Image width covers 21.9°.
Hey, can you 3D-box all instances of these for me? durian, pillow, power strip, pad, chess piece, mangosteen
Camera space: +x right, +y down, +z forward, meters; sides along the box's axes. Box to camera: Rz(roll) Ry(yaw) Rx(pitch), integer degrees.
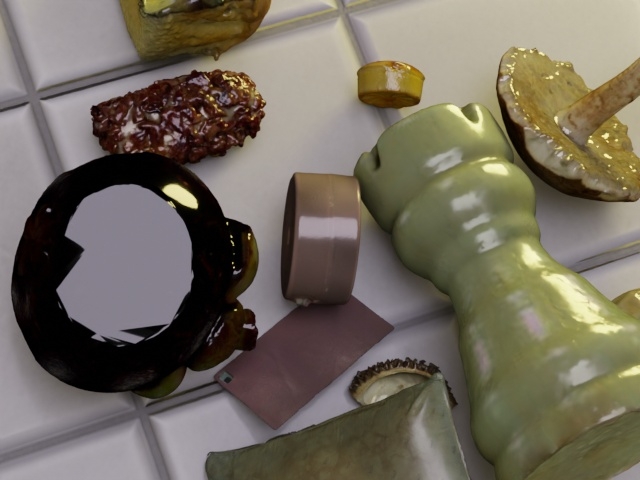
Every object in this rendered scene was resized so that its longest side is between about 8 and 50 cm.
[{"bbox_3d":[0.098,0.167,1.911,0.130,0.052,0.066,7,74,-9],"label":"durian"},{"bbox_3d":[0.019,0.277,1.806,0.302,0.075,0.185,-21,72,13],"label":"pillow"},{"bbox_3d":[0.000,0.000,1.893,0.078,0.154,0.154,4,72,-8],"label":"power strip"},{"bbox_3d":[-0.019,0.129,1.899,0.187,0.006,0.113,-40,53,-19],"label":"pad"},{"bbox_3d":[0.207,0.059,1.848,0.234,0.234,0.442,-22,64,-16],"label":"chess piece"},{"bbox_3d":[-0.192,0.044,1.801,0.287,0.233,0.288,2,79,-8],"label":"mangosteen"}]

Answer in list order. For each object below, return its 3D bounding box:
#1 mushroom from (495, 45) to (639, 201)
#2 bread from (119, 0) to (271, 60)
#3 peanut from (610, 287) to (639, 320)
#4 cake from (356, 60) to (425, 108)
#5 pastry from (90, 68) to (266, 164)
[{"bbox_3d":[0.351,-0.190,1.975,0.233,0.208,0.302,43,87,-16],"label":"mushroom"},{"bbox_3d":[-0.151,-0.277,1.962,0.174,0.133,0.251,-14,32,-17],"label":"bread"},{"bbox_3d":[0.412,0.102,1.957,0.274,0.111,0.125,-24,102,-19],"label":"peanut"},{"bbox_3d":[0.084,-0.189,2.003,0.084,0.084,0.044,7,77,-8],"label":"cake"},{"bbox_3d":[-0.163,-0.144,1.941,0.208,0.097,0.115,-15,86,-16],"label":"pastry"}]
